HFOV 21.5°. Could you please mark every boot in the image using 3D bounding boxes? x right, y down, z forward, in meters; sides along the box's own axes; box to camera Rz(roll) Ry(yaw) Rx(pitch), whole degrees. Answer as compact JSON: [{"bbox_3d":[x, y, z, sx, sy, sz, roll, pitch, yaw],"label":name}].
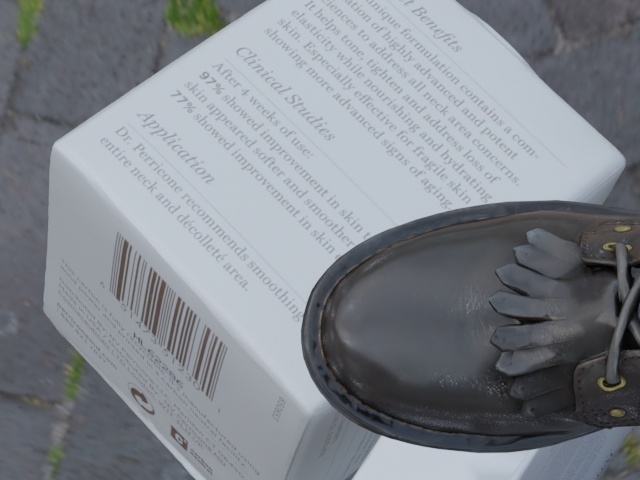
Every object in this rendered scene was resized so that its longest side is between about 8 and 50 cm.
[{"bbox_3d":[0.125,0.010,0.502,0.263,0.229,0.091,-2,80,-1],"label":"boot"}]

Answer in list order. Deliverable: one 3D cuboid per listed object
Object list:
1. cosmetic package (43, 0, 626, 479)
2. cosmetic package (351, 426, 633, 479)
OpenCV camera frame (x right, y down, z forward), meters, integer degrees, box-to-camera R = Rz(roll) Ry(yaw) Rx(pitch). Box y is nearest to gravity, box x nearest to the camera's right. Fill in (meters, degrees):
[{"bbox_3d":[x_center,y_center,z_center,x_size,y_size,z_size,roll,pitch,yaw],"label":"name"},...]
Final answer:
[{"bbox_3d":[0.000,0.000,1.552,0.393,0.327,0.329,-36,72,-26],"label":"cosmetic package"},{"bbox_3d":[0.070,0.232,1.143,0.097,0.284,0.377,31,83,23],"label":"cosmetic package"}]
